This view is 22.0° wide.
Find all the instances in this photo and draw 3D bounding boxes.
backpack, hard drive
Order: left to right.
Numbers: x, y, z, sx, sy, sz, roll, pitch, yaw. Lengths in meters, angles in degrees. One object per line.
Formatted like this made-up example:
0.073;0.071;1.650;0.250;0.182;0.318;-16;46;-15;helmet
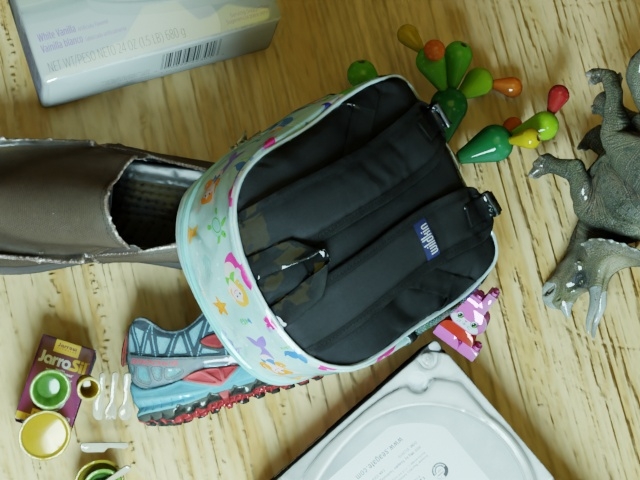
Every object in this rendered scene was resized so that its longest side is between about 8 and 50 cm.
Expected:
0.000;0.000;1.415;0.253;0.191;0.225;-37;103;-40;backpack
0.129;0.296;1.549;0.237;0.064;0.339;-39;88;-14;hard drive

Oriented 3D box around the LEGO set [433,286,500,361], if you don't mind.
0.088;-0.001;1.573;0.227;0.087;0.093;36;116;1;LEGO set

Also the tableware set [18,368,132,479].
-0.223;0.191;1.496;0.104;0.024;0.154;3;102;-20;tableware set

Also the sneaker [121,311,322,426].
-0.060;0.081;1.541;0.262;0.104;0.125;-17;80;-12;sneaker

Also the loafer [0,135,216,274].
-0.212;-0.043;1.527;0.366;0.130;0.134;0;79;-9;loafer

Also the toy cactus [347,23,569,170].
0.128;-0.109;1.618;0.219;0.112;0.180;15;87;-14;toy cactus

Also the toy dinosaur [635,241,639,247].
0.377;-0.020;1.661;0.112;0.064;0.211;-13;90;-29;toy dinosaur

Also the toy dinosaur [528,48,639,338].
0.301;-0.070;1.579;0.121;0.313;0.160;-18;57;-41;toy dinosaur

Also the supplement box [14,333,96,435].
-0.246;0.136;1.531;0.055;0.043;0.083;17;76;-5;supplement box

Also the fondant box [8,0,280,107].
-0.204;-0.321;1.602;0.238;0.096;0.330;-17;81;-12;fondant box
